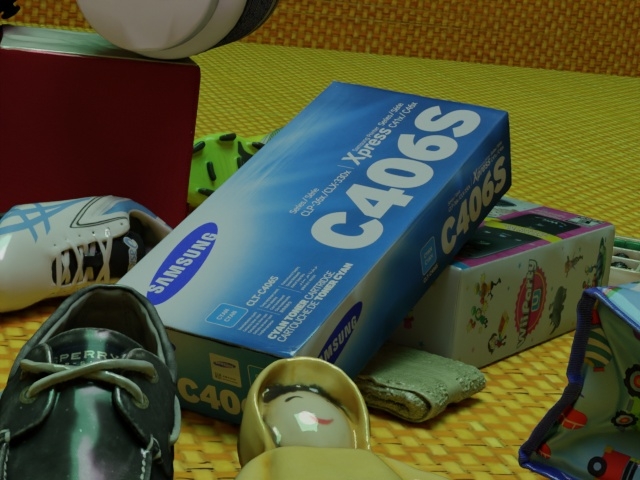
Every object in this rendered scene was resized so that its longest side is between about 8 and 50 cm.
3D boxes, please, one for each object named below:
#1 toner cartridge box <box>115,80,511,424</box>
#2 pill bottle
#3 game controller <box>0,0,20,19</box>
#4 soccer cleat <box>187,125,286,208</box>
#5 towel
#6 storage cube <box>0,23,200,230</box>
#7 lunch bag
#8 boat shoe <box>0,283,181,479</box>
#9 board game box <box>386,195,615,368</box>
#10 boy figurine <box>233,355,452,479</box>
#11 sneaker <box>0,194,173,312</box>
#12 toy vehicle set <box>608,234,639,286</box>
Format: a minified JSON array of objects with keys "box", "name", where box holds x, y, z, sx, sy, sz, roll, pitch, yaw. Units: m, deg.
[{"box":[0.000,0.000,1.155,0.165,0.075,0.348,11,37,27],"name":"toner cartridge box"},{"box":[-0.127,-0.244,1.402,0.153,0.153,0.265,9,13,7],"name":"pill bottle"},{"box":[-0.370,-0.167,1.394,0.067,0.166,0.319,48,22,-12],"name":"game controller"},{"box":[-0.083,-0.075,1.754,0.121,0.093,0.289,-22,-3,40],"name":"soccer cleat"},{"box":[0.040,0.099,1.152,0.148,0.027,0.110,13,14,29],"name":"towel"},{"box":[-0.225,-0.094,1.468,0.214,0.193,0.184,5,13,-11],"name":"storage cube"},{"box":[0.315,0.141,0.969,0.293,0.138,0.221,31,24,33],"name":"lunch bag"},{"box":[-0.136,0.104,0.834,0.121,0.119,0.335,5,13,-10],"name":"boat shoe"},{"box":[0.096,0.022,1.359,0.224,0.098,0.303,15,17,31],"name":"board game box"},{"box":[0.024,0.147,0.807,0.177,0.092,0.285,1,17,-14],"name":"boy figurine"},{"box":[-0.202,0.009,1.280,0.086,0.085,0.237,7,14,23],"name":"sneaker"},{"box":[0.366,0.040,1.547,0.266,0.035,0.166,11,13,15],"name":"toy vehicle set"}]
